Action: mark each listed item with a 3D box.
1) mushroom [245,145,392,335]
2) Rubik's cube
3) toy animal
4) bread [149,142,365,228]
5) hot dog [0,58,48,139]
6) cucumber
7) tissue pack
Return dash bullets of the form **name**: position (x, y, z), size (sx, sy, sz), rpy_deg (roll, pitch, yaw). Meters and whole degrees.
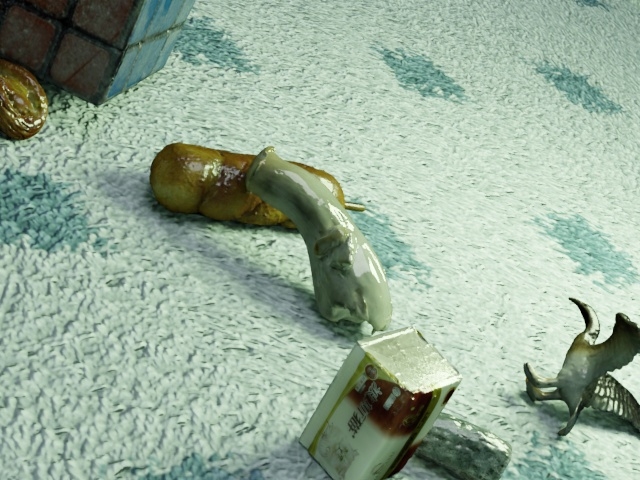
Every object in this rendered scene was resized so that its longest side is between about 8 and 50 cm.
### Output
- **mushroom**: position (0.002, 0.000, 1.768), size (0.278, 0.096, 0.099), rpy_deg (58, 19, 5)
- **Rubik's cube**: position (-0.339, -0.425, 1.927), size (0.343, 0.344, 0.337), rpy_deg (29, 19, 2)
- **toy animal**: position (0.339, 0.154, 1.809), size (0.160, 0.272, 0.197), rpy_deg (-24, 54, -12)
- **bread**: position (-0.074, -0.072, 1.880), size (0.344, 0.084, 0.124), rpy_deg (6, 35, -36)
- **hot dog**: position (-0.415, -0.190, 1.791), size (0.147, 0.065, 0.099), rpy_deg (39, 31, 16)
- **cucumber**: position (0.159, 0.235, 1.599), size (0.112, 0.064, 0.064), rpy_deg (26, 28, -4)
- **tissue pack**: position (0.066, 0.182, 1.511), size (0.099, 0.149, 0.106), rpy_deg (44, 32, 26)
